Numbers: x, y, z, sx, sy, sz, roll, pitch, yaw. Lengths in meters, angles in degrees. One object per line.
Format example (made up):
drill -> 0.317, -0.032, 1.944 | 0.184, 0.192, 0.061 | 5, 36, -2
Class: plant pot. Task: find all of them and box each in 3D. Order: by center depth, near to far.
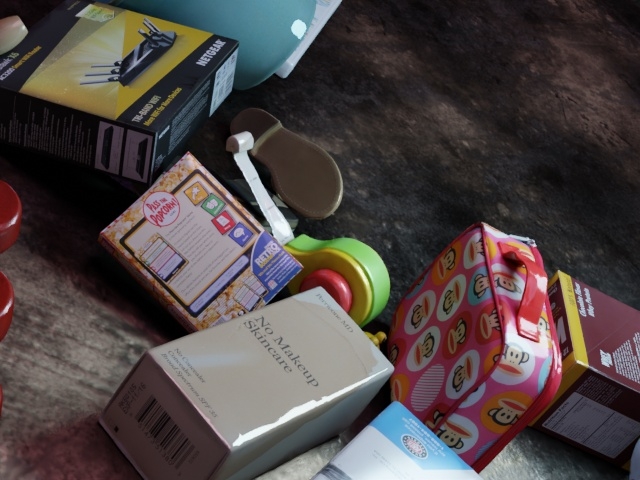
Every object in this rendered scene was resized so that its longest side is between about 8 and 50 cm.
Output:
plant pot -> -0.153, -0.360, 2.116 | 0.255, 0.272, 0.271 | 37, 29, -27

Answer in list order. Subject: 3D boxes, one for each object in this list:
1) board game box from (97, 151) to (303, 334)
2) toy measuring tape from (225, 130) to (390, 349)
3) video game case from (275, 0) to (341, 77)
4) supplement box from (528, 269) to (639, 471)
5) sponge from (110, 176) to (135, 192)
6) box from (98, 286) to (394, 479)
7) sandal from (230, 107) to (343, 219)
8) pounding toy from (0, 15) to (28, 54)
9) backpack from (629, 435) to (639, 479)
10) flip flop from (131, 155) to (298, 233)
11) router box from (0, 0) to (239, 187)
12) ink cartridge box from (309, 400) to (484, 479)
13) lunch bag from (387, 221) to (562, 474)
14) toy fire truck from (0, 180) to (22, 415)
board game box -> -0.140, 0.016, 1.737 | 0.193, 0.045, 0.147 | 46, 73, 0
toy measuring tape -> 0.000, 0.000, 1.840 | 0.121, 0.121, 0.330 | -29, 93, -56
video game case -> -0.128, -0.418, 2.406 | 0.300, 0.036, 0.329 | 35, 32, -4
supplement box -> 0.377, 0.179, 2.050 | 0.194, 0.129, 0.191 | 26, 34, -19
sponge -> -0.252, -0.150, 1.949 | 0.117, 0.031, 0.210 | 34, 32, -6
box -> -0.074, 0.168, 1.631 | 0.148, 0.121, 0.311 | 47, 33, 16
sandal -> -0.033, -0.093, 2.050 | 0.240, 0.088, 0.079 | 45, -7, 37
pounding toy -> -0.492, -0.282, 1.833 | 0.154, 0.155, 0.269 | -37, 58, -18
backpack -> 0.545, 0.317, 1.908 | 0.356, 0.290, 0.273 | 5, 10, -27
flip flop -> -0.135, -0.037, 1.885 | 0.112, 0.080, 0.277 | 51, 21, 28
router box -> -0.266, -0.196, 1.871 | 0.243, 0.081, 0.309 | 16, 31, 8
ink cartridge box -> 0.064, 0.336, 1.544 | 0.223, 0.129, 0.307 | 43, 32, 9
lunch bag -> 0.193, 0.118, 1.826 | 0.120, 0.258, 0.293 | 25, 35, -19
toy fire truck -> -0.423, 0.055, 1.420 | 0.254, 0.169, 0.302 | 6, 39, -12
